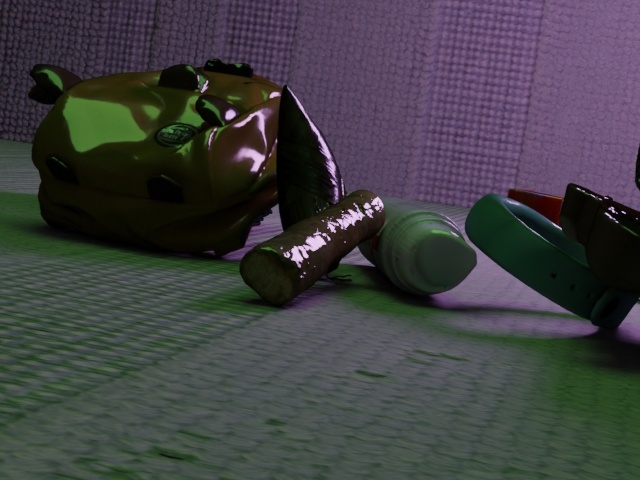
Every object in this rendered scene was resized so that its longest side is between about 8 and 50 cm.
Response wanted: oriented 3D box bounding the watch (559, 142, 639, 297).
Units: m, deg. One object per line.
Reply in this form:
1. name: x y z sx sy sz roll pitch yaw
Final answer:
1. watch: 0.421 -0.080 1.143 0.314 0.327 0.335 23 12 -14

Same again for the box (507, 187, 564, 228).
1. box: 0.405 -0.031 2.176 0.048 0.112 0.175 5 8 -26

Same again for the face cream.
1. face cream: 0.110 0.006 1.434 0.102 0.102 0.345 7 5 -5

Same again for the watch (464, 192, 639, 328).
1. watch: 0.265 0.024 1.313 0.195 0.068 0.237 39 11 34

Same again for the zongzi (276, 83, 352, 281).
1. zongzi: -0.019 -0.066 1.412 0.084 0.184 0.187 -13 36 7

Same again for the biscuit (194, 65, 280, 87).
1. biscuit: -0.214 -0.146 1.926 0.394 0.070 0.350 -20 -33 25

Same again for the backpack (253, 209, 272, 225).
1. backpack: -0.170 -0.076 1.826 0.206 0.133 0.258 13 0 21

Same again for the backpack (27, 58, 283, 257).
1. backpack: -0.198 -0.128 1.567 0.353 0.201 0.378 11 29 13

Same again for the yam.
1. yam: 0.000 0.000 1.265 0.066 0.066 0.300 10 18 18
